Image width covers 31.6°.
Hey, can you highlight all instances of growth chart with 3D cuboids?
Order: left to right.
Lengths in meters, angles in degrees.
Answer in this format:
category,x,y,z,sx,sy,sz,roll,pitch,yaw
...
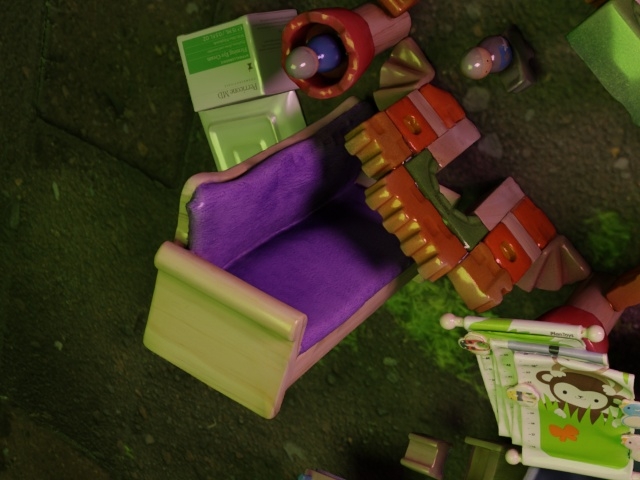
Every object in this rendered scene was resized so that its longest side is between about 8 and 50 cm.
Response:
category,x,y,z,sx,sy,sz,roll,pitch,yaw
growth chart,0.225,0.151,1.059,0.172,0.021,0.237,-1,133,30

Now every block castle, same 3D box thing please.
category,x,y,z,sx,sy,sz,roll,pitch,yaw
block castle,0.192,-0.098,1.037,0.453,0.213,0.303,52,129,0

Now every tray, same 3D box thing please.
category,x,y,z,sx,sy,sz,roll,pitch,yaw
tray,-0.058,-0.043,1.337,0.145,0.030,0.270,-6,109,35

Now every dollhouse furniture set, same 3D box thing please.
category,x,y,z,sx,sy,sz,roll,pitch,yaw
dollhouse furniture set,0.102,0.360,1.362,0.303,0.198,0.286,10,80,40

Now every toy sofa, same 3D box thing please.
category,x,y,z,sx,sy,sz,roll,pitch,yaw
toy sofa,0.000,0.000,1.108,0.150,0.362,0.177,29,121,18

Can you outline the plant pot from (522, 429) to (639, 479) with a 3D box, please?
category,x,y,z,sx,sy,sz,roll,pitch,yaw
plant pot,0.329,0.360,1.163,0.248,0.247,0.252,13,135,27

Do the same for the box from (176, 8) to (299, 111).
category,x,y,z,sx,sy,sz,roll,pitch,yaw
box,-0.081,-0.195,1.226,0.101,0.102,0.087,-9,99,34
